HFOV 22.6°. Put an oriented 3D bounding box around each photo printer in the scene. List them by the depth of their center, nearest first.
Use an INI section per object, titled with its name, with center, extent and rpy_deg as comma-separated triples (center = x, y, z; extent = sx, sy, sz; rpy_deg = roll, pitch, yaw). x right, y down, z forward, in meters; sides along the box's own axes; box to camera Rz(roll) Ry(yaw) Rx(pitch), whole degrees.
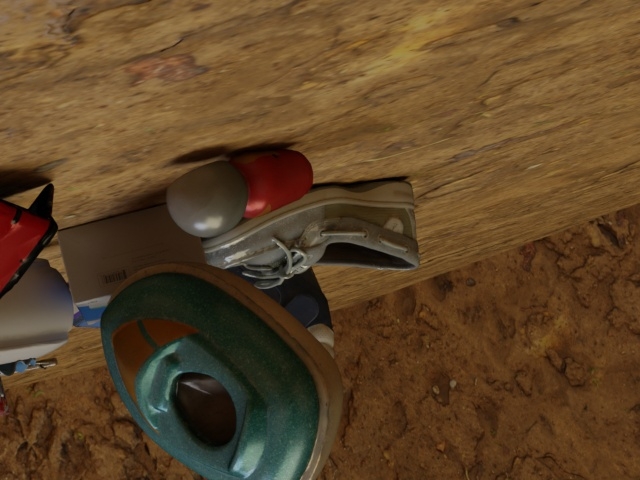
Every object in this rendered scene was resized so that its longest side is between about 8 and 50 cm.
[photo printer]
center = -0.426, 0.097, 1.525
extent = 0.256, 0.107, 0.307
rpy_deg = -20, 173, 31

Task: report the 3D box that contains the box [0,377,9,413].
[box]
center = -0.550, 0.198, 2.094
extent = 0.257, 0.128, 0.122
rpy_deg = -14, 175, -6

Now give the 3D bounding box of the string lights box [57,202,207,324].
[string lights box]
center = -0.190, 0.028, 1.642
extent = 0.133, 0.076, 0.259
rpy_deg = -14, 174, -8

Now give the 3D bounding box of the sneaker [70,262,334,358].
[sneaker]
center = -0.142, 0.132, 1.984
extent = 0.323, 0.236, 0.130
rpy_deg = -15, 174, -5

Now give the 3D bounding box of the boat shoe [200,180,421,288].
[boat shoe]
center = -0.001, 0.001, 1.759
extent = 0.118, 0.103, 0.320
rpy_deg = -20, 173, 38

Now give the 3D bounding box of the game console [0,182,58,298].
[game console]
center = -0.269, 0.014, 1.200
extent = 0.144, 0.085, 0.124
rpy_deg = -52, 140, 12

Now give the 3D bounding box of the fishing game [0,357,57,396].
[fishing game]
center = -0.330, 0.130, 1.335
extent = 0.189, 0.041, 0.264
rpy_deg = -12, 177, 3

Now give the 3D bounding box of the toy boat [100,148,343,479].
[toy boat]
center = -0.095, 0.067, 1.402
extent = 0.267, 0.318, 0.148
rpy_deg = 28, -152, 31
